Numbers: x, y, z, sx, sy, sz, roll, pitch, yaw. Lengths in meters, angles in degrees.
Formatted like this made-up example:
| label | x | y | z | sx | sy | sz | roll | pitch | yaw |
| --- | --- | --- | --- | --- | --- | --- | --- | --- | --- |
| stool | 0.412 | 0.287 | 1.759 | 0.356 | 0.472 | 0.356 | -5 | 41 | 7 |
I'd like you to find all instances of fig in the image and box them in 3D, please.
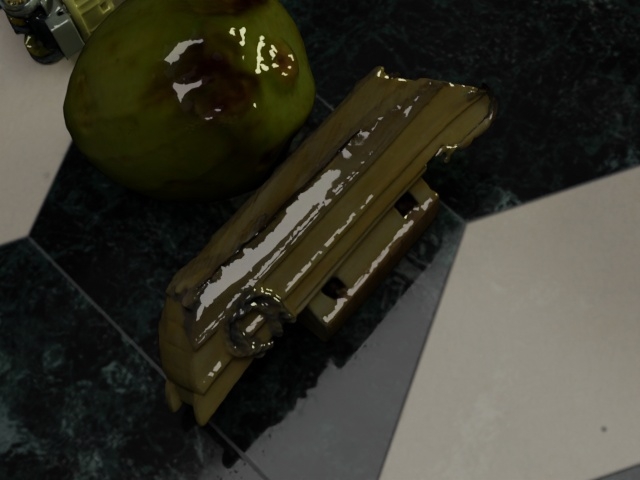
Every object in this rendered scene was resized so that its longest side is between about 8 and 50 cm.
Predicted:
| label | x | y | z | sx | sy | sz | roll | pitch | yaw |
| --- | --- | --- | --- | --- | --- | --- | --- | --- | --- |
| fig | -0.145 | -0.151 | 1.536 | 0.271 | 0.239 | 0.240 | -6 | 62 | 32 |

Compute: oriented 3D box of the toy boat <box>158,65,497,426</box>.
| label | x | y | z | sx | sy | sz | roll | pitch | yaw |
| --- | --- | --- | --- | --- | --- | --- | --- | --- | --- |
| toy boat | 0.000 | 0.000 | 1.497 | 0.445 | 0.162 | 0.136 | -47 | 30 | -16 |

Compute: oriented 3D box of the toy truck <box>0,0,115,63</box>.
| label | x | y | z | sx | sy | sz | roll | pitch | yaw |
| --- | --- | --- | --- | --- | --- | --- | --- | --- | --- |
| toy truck | -0.320 | -0.339 | 1.691 | 0.157 | 0.124 | 0.272 | -32 | 66 | -7 |
